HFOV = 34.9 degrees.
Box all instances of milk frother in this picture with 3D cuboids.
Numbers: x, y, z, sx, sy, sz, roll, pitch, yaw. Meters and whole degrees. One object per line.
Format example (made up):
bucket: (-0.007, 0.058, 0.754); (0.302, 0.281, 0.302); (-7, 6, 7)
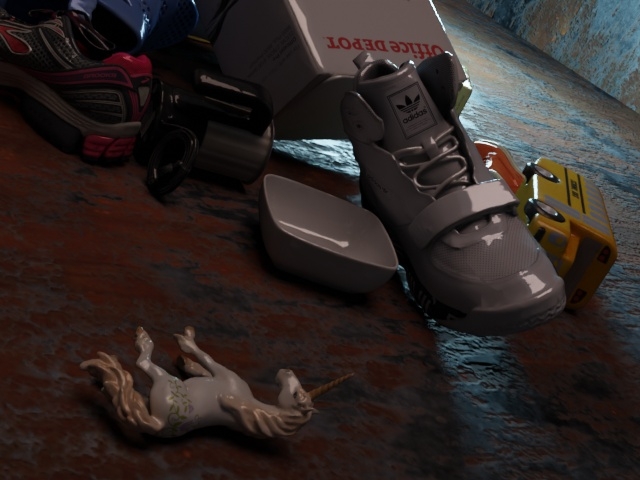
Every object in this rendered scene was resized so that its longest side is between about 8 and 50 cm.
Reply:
milk frother: (-0.118, -0.094, 1.067); (0.135, 0.129, 0.143); (14, 68, -28)

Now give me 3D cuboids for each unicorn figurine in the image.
unicorn figurine: (-0.078, 0.103, 0.704); (0.162, 0.060, 0.111); (-17, 46, -38)

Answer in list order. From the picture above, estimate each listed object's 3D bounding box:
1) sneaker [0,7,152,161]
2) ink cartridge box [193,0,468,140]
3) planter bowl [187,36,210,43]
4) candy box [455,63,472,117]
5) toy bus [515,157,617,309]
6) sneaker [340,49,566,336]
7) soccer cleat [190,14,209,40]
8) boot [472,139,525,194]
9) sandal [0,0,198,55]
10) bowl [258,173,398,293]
sneaker: (-0.291, -0.200, 1.064); (0.299, 0.112, 0.121); (33, 22, 18)
ink cartridge box: (-0.015, -0.338, 1.363); (0.286, 0.166, 0.394); (-7, 68, -44)
planter bowl: (-0.225, -0.404, 1.631); (0.217, 0.090, 0.217); (23, 22, -10)
candy box: (0.113, -0.326, 1.840); (0.317, 0.087, 0.183); (24, 22, -5)
toy bus: (0.296, -0.009, 1.304); (0.130, 0.108, 0.332); (29, 21, 1)
sneaker: (0.119, -0.061, 1.052); (0.137, 0.210, 0.366); (-24, 33, -8)
soccer cleat: (-0.167, -0.344, 1.491); (0.318, 0.116, 0.108); (25, 53, -10)
boot: (0.258, -0.109, 1.559); (0.085, 0.059, 0.158); (3, 32, -36)
sandal: (-0.262, -0.266, 1.246); (0.138, 0.126, 0.317); (41, 31, 24)
bowl: (0.000, 0.000, 1.019); (0.142, 0.053, 0.142); (19, 22, -18)
